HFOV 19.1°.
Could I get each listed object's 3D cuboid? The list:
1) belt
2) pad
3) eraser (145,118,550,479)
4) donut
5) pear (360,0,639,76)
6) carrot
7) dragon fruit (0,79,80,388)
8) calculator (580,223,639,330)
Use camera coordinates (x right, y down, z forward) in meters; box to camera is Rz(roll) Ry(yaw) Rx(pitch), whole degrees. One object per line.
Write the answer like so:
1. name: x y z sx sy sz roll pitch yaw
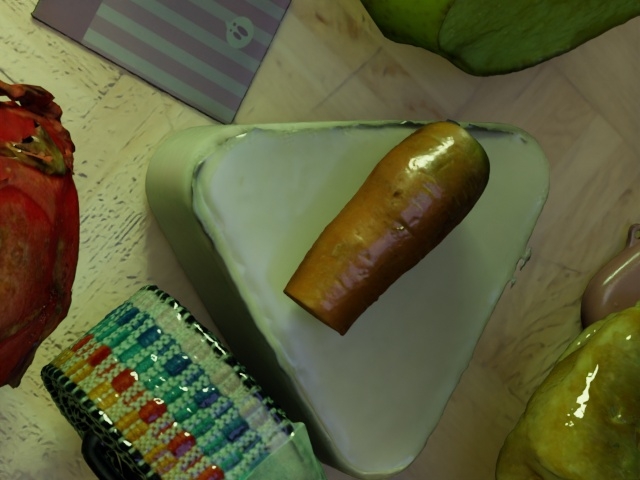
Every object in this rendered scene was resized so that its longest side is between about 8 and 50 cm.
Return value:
1. belt: -0.105 0.170 1.555 0.150 0.207 0.257 -40 88 -14
2. pad: -0.097 -0.276 1.646 0.202 0.005 0.300 29 82 -19
3. eraser: 0.000 0.000 1.621 0.331 0.150 0.331 -2 95 -22
4. donut: 0.321 0.227 1.667 0.360 0.170 0.360 8 68 -21
5. pear: 0.159 -0.251 1.663 0.255 0.238 0.164 -33 60 4
6. carrot: 0.054 -0.012 1.518 0.193 0.087 0.087 -47 106 -13
7. dragon fruit: -0.323 -0.004 1.421 0.295 0.295 0.302 33 74 -19
8. calculator: 0.379 0.124 1.819 0.220 0.048 0.330 -35 101 -14
